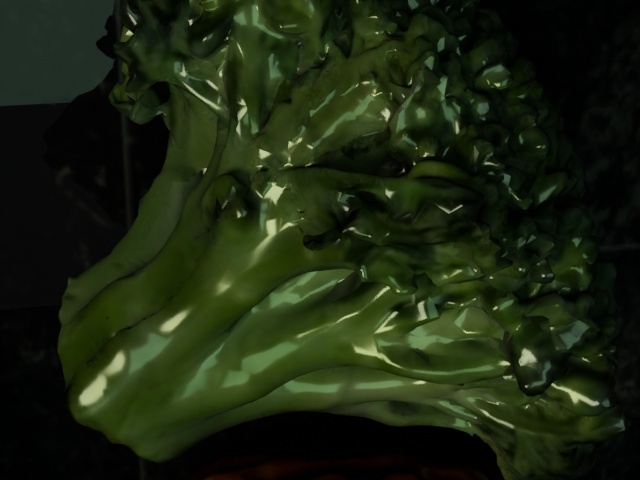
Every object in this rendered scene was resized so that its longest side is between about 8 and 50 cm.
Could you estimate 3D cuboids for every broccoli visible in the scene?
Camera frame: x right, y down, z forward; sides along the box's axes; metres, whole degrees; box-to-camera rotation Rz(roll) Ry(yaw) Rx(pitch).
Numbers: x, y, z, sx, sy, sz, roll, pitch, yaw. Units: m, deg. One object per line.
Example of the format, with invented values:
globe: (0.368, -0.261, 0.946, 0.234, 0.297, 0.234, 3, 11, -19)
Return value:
broccoli: (0.000, 0.000, 0.558, 0.245, 0.248, 0.288, -29, 73, 7)

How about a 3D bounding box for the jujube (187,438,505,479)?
jujube: (0.020, 0.197, 0.676, 0.250, 0.174, 0.174, -2, 114, -10)
